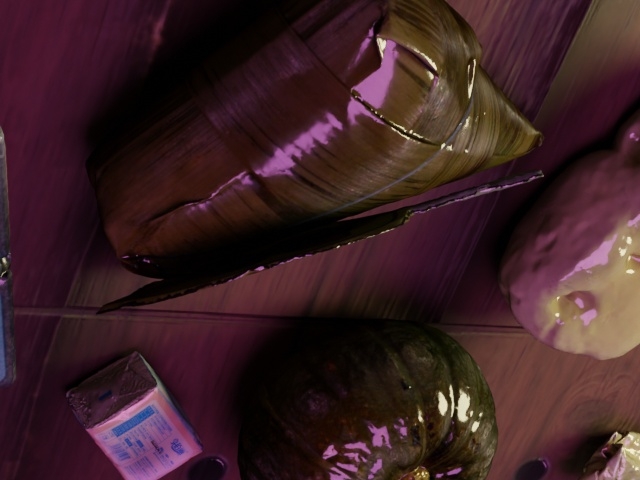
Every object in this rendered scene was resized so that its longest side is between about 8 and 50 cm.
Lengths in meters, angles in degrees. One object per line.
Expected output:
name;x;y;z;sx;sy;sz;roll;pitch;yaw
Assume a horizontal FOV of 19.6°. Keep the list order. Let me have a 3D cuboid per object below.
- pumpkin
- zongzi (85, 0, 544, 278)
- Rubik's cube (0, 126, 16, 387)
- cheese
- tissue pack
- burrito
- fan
pumpkin;0.041;0.167;1.505;0.224;0.157;0.223;-22;135;-24
zongzi;0.012;-0.056;1.339;0.286;0.138;0.300;-37;148;15
Rubik's cube;-0.311;-0.028;1.138;0.205;0.207;0.205;-10;133;-18
cheese;0.268;-0.014;1.510;0.263;0.093;0.159;-42;132;12
tissue pack;-0.146;0.142;1.460;0.074;0.058;0.094;-31;134;-3
burrito;0.347;0.243;1.785;0.275;0.059;0.082;21;122;-37
fan;0.000;-0.001;1.322;0.335;0.229;0.011;-17;94;-7
